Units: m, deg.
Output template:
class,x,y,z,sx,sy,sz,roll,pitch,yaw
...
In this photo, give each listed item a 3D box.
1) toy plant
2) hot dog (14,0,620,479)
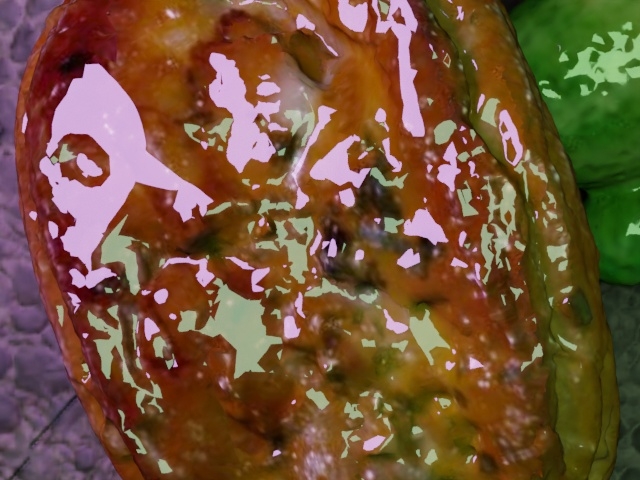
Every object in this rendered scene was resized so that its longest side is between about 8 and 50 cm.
class,x,y,z,sx,sy,sz,roll,pitch,yaw
toy plant,0.222,-0.127,0.970,0.316,0.184,0.224,-34,108,6
hot dog,0.000,0.000,0.940,0.267,0.174,0.388,-20,88,11
